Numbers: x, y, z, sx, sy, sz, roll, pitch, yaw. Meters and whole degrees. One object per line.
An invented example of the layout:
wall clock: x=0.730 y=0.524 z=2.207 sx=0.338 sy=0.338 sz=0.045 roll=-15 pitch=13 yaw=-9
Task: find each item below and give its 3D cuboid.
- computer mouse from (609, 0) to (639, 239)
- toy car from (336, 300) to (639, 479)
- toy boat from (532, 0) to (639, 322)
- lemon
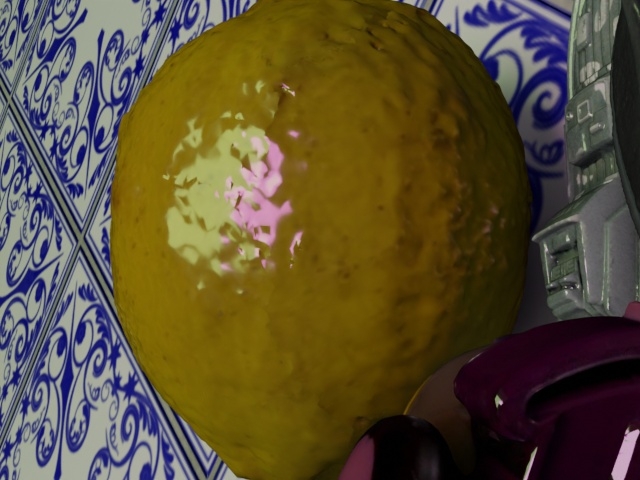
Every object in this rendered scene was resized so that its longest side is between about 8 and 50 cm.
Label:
computer mouse: x=0.196 y=-0.058 z=0.600 sx=0.071 sy=0.126 sz=0.231 roll=123 pitch=150 yaw=-60
toy car: x=0.100 y=0.193 z=0.542 sx=0.240 sy=0.271 sz=0.341 roll=-156 pitch=87 yaw=-82
toy boat: x=0.160 y=-0.049 z=0.671 sx=0.078 sy=0.085 sz=0.261 roll=144 pitch=133 yaw=-60
lemon: x=0.000 y=0.000 z=0.752 sx=0.268 sy=0.268 sz=0.322 roll=16 pitch=104 yaw=60
